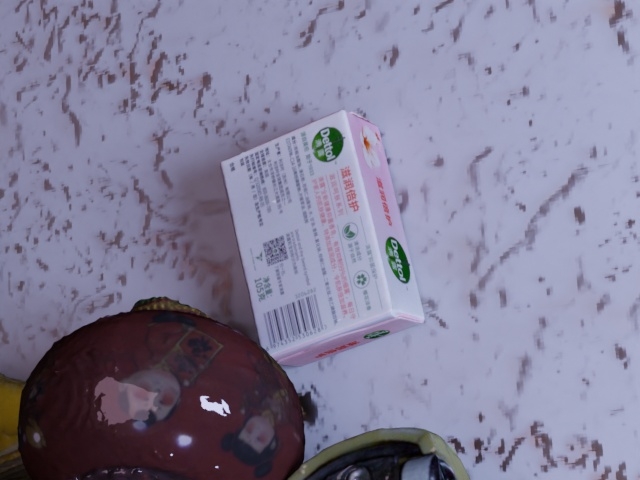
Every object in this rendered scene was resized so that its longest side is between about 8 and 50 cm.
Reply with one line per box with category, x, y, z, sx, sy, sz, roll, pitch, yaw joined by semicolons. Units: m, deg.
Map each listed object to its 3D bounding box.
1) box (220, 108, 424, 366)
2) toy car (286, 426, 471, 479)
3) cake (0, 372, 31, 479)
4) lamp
box;0.000;0.000;0.928;0.089;0.043;0.125;-20;72;25
toy car;0.058;0.226;0.813;0.101;0.124;0.257;-23;61;23
cake;-0.202;0.133;1.002;0.184;0.079;0.116;15;86;26
lamp;-0.085;0.094;0.891;0.157;0.156;0.135;-48;28;50
